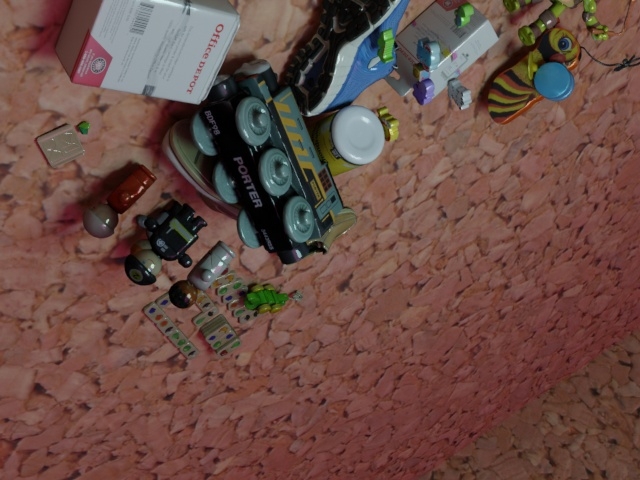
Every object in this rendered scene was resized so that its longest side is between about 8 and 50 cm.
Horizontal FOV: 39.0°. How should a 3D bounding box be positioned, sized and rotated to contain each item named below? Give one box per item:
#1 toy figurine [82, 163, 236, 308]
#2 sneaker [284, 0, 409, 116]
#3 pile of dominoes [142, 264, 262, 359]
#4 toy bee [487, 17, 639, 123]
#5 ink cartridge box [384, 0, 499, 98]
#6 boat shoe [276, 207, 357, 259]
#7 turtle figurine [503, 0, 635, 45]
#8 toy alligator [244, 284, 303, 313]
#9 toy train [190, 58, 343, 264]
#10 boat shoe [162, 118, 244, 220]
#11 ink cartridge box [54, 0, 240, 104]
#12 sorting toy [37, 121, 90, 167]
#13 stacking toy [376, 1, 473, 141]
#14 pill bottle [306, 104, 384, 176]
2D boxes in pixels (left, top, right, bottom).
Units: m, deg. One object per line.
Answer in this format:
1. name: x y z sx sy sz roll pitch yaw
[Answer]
1. toy figurine: -0.268 0.003 1.508 0.148 0.213 0.209 -47 150 -7
2. sneaker: 0.072 -0.349 1.501 0.147 0.130 0.330 -7 142 -50
3. pile of dominoes: -0.226 0.157 1.859 0.196 0.040 0.251 -34 145 -4
4. toy bee: 0.459 -0.358 1.802 0.298 0.162 0.195 -22 175 0
5. ink cartridge box: 0.200 -0.337 1.606 0.198 0.115 0.067 -41 145 7
6. boat shoe: 0.000 0.000 1.846 0.190 0.072 0.068 -28 143 -13
7. turtle figurine: 0.452 -0.475 1.683 0.217 0.087 0.269 -28 117 -2
8. toy alligator: -0.108 0.129 1.916 0.051 0.056 0.189 -31 161 28
9. toy train: -0.082 -0.130 1.482 0.190 0.142 0.334 -48 121 -48
10. boat shoe: -0.167 -0.096 1.561 0.103 0.113 0.302 -11 143 42
11. ink cartridge box: -0.246 -0.296 1.298 0.218 0.092 0.158 5 127 -41
12. sorting toy: -0.390 -0.153 1.401 0.083 0.012 0.062 -26 138 -9
13. stacking toy: 0.176 -0.279 1.504 0.167 0.052 0.221 -24 143 -17
14. pill bottle: 0.025 -0.168 1.593 0.103 0.103 0.184 -13 179 -29
